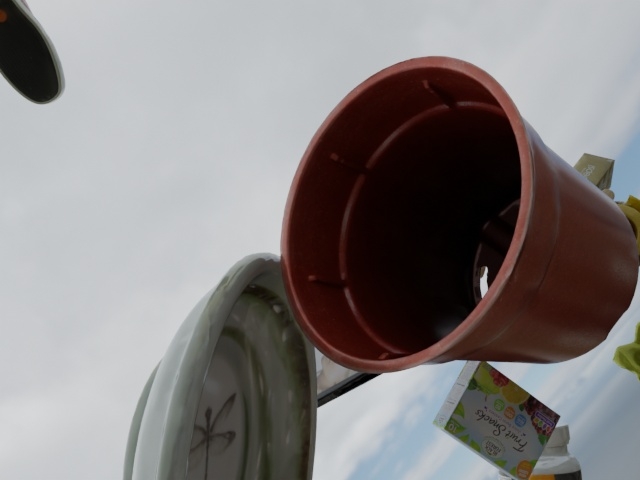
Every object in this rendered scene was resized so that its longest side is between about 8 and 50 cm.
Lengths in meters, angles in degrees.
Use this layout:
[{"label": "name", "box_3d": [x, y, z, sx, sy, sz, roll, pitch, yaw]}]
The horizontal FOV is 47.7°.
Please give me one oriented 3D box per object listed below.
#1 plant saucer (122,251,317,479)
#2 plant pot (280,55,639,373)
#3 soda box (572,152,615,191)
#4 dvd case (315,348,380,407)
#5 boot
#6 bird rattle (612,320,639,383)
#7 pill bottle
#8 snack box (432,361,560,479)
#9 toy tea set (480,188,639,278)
[{"label": "plant saucer", "box_3d": [-0.098, 0.210, 0.707, 0.400, 0.101, 0.400, 1, -90, -75]}, {"label": "plant pot", "box_3d": [0.149, 0.005, 0.690, 0.265, 0.272, 0.272, 18, -66, -41]}, {"label": "soda box", "box_3d": [0.455, -0.083, 1.268, 0.181, 0.058, 0.061, -43, -40, -38]}, {"label": "dvd case", "box_3d": [0.053, 0.095, 0.929, 0.022, 0.180, 0.253, 24, -43, -30]}, {"label": "boot", "box_3d": [-0.457, -0.336, 1.097, 0.088, 0.176, 0.244, -23, -62, 2]}, {"label": "bird rattle", "box_3d": [0.443, 0.151, 0.833, 0.253, 0.143, 0.206, -81, -14, -62]}, {"label": "pill bottle", "box_3d": [0.439, 0.508, 1.439, 0.162, 0.278, 0.162, -3, -8, -1]}, {"label": "snack box", "box_3d": [0.223, 0.226, 0.911, 0.100, 0.141, 0.037, -57, 16, -11]}, {"label": "toy tea set", "box_3d": [0.223, -0.017, 0.876, 0.200, 0.336, 0.124, -63, -24, 8]}]
